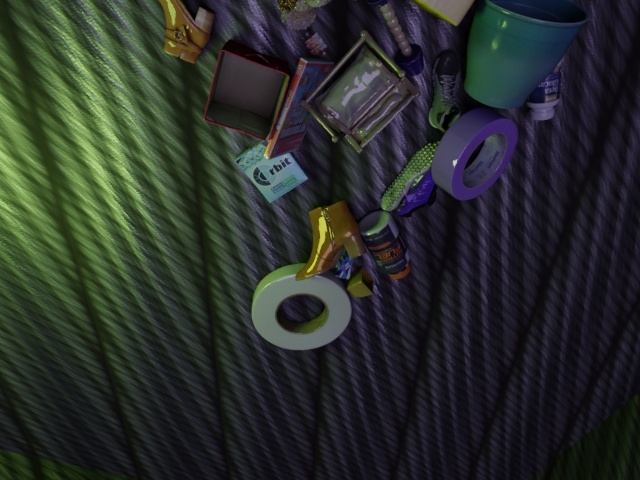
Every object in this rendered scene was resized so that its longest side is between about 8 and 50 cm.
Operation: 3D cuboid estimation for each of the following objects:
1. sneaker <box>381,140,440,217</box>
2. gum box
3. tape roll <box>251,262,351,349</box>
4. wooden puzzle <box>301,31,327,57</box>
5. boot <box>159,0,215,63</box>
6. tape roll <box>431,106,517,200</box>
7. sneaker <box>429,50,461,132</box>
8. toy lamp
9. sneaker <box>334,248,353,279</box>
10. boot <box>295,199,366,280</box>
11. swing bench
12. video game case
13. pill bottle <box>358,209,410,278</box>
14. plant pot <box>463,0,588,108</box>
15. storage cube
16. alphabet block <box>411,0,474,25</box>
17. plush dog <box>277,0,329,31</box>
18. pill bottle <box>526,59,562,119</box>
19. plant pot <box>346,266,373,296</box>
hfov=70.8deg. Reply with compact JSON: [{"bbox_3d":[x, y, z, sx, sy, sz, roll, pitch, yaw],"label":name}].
[{"bbox_3d":[0.344,-0.191,1.496,0.146,0.102,0.293,27,120,-28],"label":"sneaker"},{"bbox_3d":[-0.153,-0.234,1.448,0.157,0.041,0.184,-30,119,14],"label":"gum box"},{"bbox_3d":[-0.072,0.264,1.750,0.392,0.072,0.392,-2,123,-3],"label":"tape roll"},{"bbox_3d":[-0.014,-0.556,1.279,0.049,0.006,0.083,-34,119,15],"label":"wooden puzzle"},{"bbox_3d":[-0.392,-0.577,1.196,0.197,0.073,0.152,25,121,-16],"label":"boot"},{"bbox_3d":[0.474,-0.262,1.388,0.275,0.090,0.275,-24,138,-24],"label":"tape roll"},{"bbox_3d":[0.381,-0.427,1.322,0.086,0.132,0.229,-4,123,-3],"label":"sneaker"},{"bbox_3d":[0.213,-0.556,1.217,0.080,0.080,0.274,-33,143,15],"label":"toy lamp"},{"bbox_3d":[0.087,0.083,1.662,0.059,0.053,0.144,5,120,-6],"label":"sneaker"},{"bbox_3d":[0.000,0.000,1.554,0.295,0.104,0.211,-27,86,22],"label":"boot"},{"bbox_3d":[0.119,-0.402,1.275,0.253,0.254,0.165,-43,79,19],"label":"swing bench"},{"bbox_3d":[-0.060,-0.374,1.282,0.025,0.204,0.285,31,118,10],"label":"video game case"},{"bbox_3d":[0.235,0.024,1.592,0.130,0.130,0.246,-26,121,11],"label":"pill bottle"},{"bbox_3d":[0.517,-0.511,1.220,0.271,0.272,0.255,3,136,-7],"label":"plant pot"},{"bbox_3d":[-0.198,-0.417,1.240,0.183,0.193,0.215,16,118,-14],"label":"storage cube"},{"bbox_3d":[0.301,-0.683,1.121,0.192,0.193,0.197,23,117,-16],"label":"alphabet block"},{"bbox_3d":[-0.008,-0.648,1.093,0.262,0.225,0.210,-24,121,10],"label":"plush dog"},{"bbox_3d":[0.668,-0.454,1.354,0.094,0.094,0.169,-13,122,3],"label":"pill bottle"},{"bbox_3d":[0.144,0.167,1.707,0.083,0.081,0.081,-28,121,26],"label":"plant pot"}]
